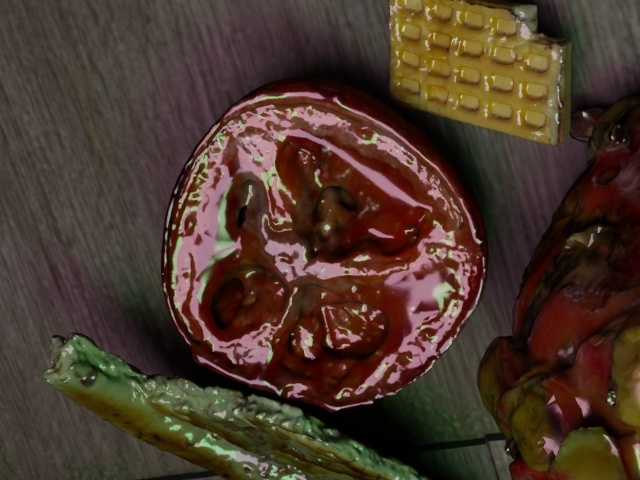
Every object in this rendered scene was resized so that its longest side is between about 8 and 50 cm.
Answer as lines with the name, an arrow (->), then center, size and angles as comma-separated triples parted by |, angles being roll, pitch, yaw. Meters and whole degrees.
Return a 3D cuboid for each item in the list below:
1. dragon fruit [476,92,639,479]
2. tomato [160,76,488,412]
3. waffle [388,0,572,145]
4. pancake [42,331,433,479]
dragon fruit -> 0.248, 0.093, 1.118 | 0.314, 0.263, 0.296 | 22, 121, 11
tomato -> 0.000, -0.003, 1.258 | 0.228, 0.101, 0.228 | 2, 104, 7
waffle -> 0.102, -0.117, 1.193 | 0.135, 0.021, 0.092 | 16, 120, 32
pancake -> -0.027, 0.158, 1.323 | 0.377, 0.054, 0.197 | 21, 160, 6
